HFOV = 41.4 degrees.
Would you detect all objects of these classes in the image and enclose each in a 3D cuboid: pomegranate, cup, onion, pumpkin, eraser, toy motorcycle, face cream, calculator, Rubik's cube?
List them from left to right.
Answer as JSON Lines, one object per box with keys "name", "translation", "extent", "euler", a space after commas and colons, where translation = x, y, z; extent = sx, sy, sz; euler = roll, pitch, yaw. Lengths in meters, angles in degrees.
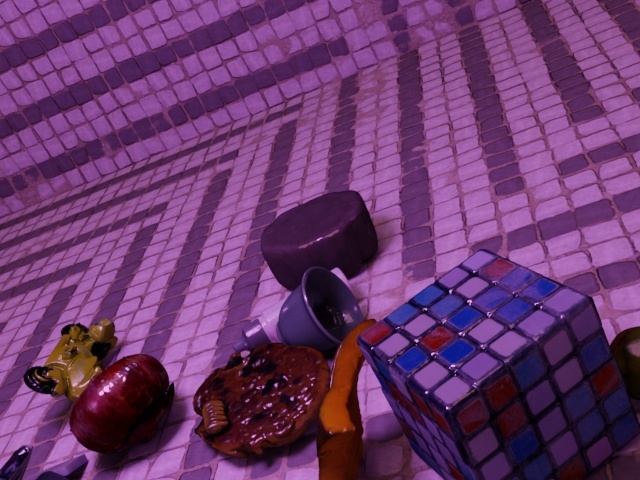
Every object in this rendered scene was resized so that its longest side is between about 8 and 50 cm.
{"name": "calculator", "translation": [-0.675, 0.561, 1.767], "extent": [0.040, 0.268, 0.177], "euler": [22, 20, 0]}
{"name": "eraser", "translation": [-0.610, 0.528, 1.902], "extent": [0.150, 0.023, 0.104], "euler": [-23, -1, 11]}
{"name": "toy motorcycle", "translation": [-0.610, 0.317, 2.173], "extent": [0.142, 0.206, 0.342], "euler": [-54, 9, 19]}
{"name": "onion", "translation": [-0.436, 0.368, 1.886], "extent": [0.246, 0.190, 0.246], "euler": [-41, -3, -3]}
{"name": "face cream", "translation": [-0.070, 0.177, 1.998], "extent": [0.311, 0.092, 0.092], "euler": [-29, 26, -6]}
{"name": "cup", "translation": [-0.020, 0.179, 1.886], "extent": [0.150, 0.199, 0.199], "euler": [-35, 20, 29]}
{"name": "pumpkin", "translation": [0.049, 0.321, 1.460], "extent": [0.095, 0.258, 0.290], "euler": [3, 32, 10]}
{"name": "Rubik's cube", "translation": [0.281, 0.230, 1.354], "extent": [0.287, 0.292, 0.293], "euler": [-35, 29, -13]}
{"name": "pomegranate", "translation": [0.528, 0.203, 1.376], "extent": [0.130, 0.130, 0.130], "euler": [-22, 27, 12]}

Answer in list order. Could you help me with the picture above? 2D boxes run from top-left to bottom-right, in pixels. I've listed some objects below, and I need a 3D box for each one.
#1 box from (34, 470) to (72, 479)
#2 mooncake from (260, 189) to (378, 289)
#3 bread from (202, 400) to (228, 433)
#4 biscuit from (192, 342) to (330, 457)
{"name": "box", "translation": [-0.550, 0.567, 1.748], "extent": [0.201, 0.090, 0.144], "euler": [4, 41, 46]}
{"name": "mooncake", "translation": [0.000, 0.000, 2.185], "extent": [0.306, 0.154, 0.306], "euler": [-21, 28, 12]}
{"name": "bread", "translation": [-0.215, 0.355, 1.714], "extent": [0.049, 0.033, 0.088], "euler": [-22, 30, 0]}
{"name": "biscuit", "translation": [-0.124, 0.337, 1.774], "extent": [0.334, 0.081, 0.289], "euler": [6, 46, 47]}
